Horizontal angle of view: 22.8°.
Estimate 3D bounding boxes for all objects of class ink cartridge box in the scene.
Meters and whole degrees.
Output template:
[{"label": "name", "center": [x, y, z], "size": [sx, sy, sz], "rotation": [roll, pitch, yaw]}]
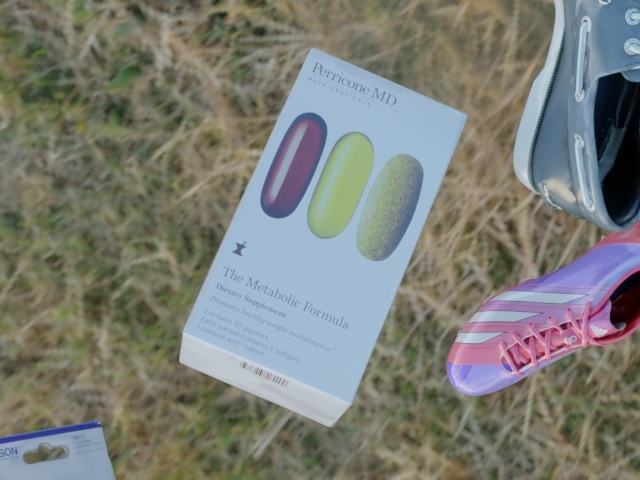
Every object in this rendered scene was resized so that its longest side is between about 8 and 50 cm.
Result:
[{"label": "ink cartridge box", "center": [-0.275, 0.368, 1.696], "size": [0.065, 0.165, 0.333], "rotation": [-27, 73, 46]}]

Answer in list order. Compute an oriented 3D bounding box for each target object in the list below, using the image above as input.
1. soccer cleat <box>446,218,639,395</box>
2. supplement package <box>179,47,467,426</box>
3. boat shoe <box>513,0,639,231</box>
[{"label": "soccer cleat", "center": [0.219, 0.072, 1.418], "size": [0.248, 0.095, 0.083], "rotation": [-34, 119, 14]}, {"label": "supplement package", "center": [0.000, 0.000, 1.230], "size": [0.139, 0.134, 0.244], "rotation": [23, 75, -1]}, {"label": "boat shoe", "center": [0.222, -0.146, 1.123], "size": [0.099, 0.116, 0.319], "rotation": [47, 140, 38]}]
